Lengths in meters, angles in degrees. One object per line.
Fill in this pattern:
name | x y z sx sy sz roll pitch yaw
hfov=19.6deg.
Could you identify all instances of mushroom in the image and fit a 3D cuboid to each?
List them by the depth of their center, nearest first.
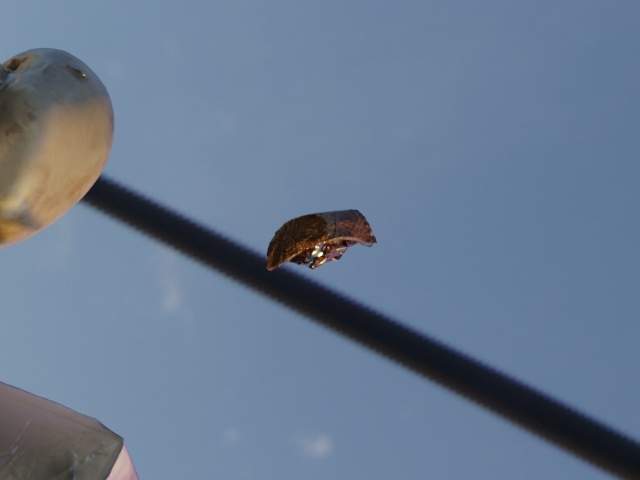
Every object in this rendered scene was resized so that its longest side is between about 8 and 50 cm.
mushroom | -0.396 -0.141 2.126 0.297 0.297 0.290 6 -52 60

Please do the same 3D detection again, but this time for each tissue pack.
tissue pack | -0.341 0.326 2.281 0.242 0.160 0.338 21 -26 16

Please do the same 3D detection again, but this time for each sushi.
sushi | 0.000 0.000 1.573 0.050 0.099 0.047 120 -42 -82
